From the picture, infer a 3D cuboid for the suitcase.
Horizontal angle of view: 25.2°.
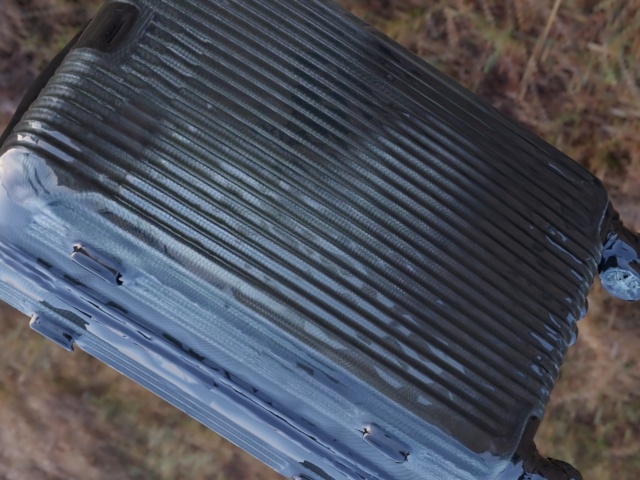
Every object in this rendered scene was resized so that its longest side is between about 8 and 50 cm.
[{"bbox_3d":[0.000,0.000,0.692,0.312,0.202,0.128,33,146,-7],"label":"suitcase"}]
